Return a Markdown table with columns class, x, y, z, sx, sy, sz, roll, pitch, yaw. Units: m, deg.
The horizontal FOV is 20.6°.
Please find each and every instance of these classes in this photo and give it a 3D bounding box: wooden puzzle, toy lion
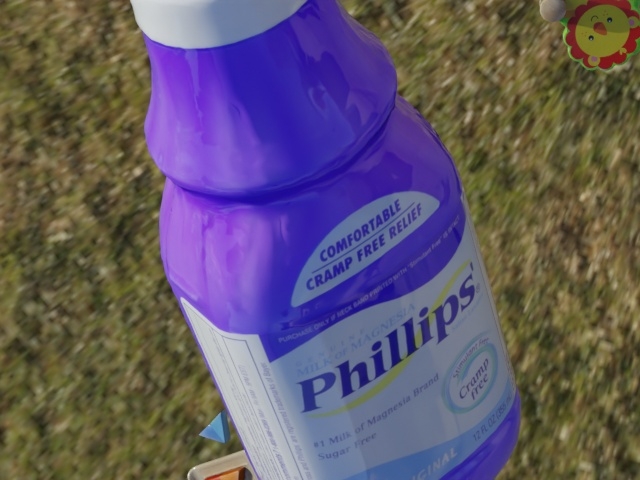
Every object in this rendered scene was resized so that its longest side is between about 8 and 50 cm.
| class | x | y | z | sx | sy | sz | roll | pitch | yaw |
| --- | --- | --- | --- | --- | --- | --- | --- | --- | --- |
| wooden puzzle | -0.047 | 0.167 | 1.105 | 0.116 | 0.014 | 0.078 | 56 | 136 | 2 |
| toy lion | 0.247 | -0.202 | 1.538 | 0.096 | 0.034 | 0.100 | 36 | 109 | -8 |

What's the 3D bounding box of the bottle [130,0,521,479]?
| class | x | y | z | sx | sy | sz | roll | pitch | yaw |
| --- | --- | --- | --- | --- | --- | --- | --- | --- | --- |
| bottle | 0.000 | 0.000 | 0.677 | 0.118 | 0.092 | 0.283 | -34 | 133 | -17 |
